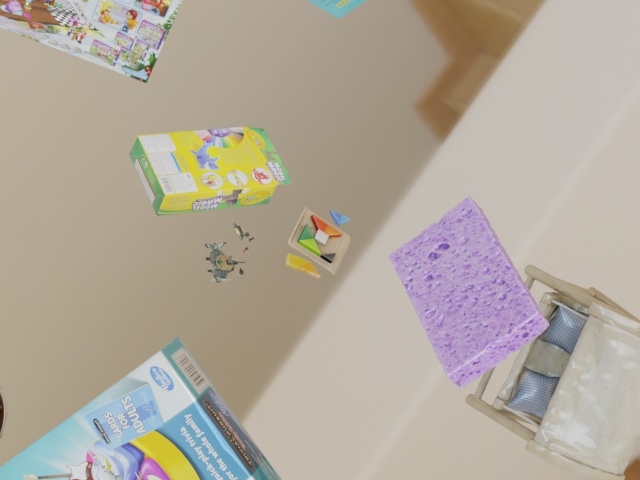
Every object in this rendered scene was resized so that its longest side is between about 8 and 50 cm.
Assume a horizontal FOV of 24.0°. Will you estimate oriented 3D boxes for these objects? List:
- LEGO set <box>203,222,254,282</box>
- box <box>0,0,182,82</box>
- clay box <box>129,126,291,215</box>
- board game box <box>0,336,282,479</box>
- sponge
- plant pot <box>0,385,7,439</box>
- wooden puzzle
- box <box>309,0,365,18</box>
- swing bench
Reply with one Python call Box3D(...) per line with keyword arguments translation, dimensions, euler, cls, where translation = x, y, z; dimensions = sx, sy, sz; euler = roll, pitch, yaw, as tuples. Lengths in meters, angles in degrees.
Box3D(translation=(-0.107, 0.020, 1.712), dimensions=(0.054, 0.083, 0.023), euler=(54, 140, -2), cls="LEGO set")
Box3D(translation=(-0.352, -0.378, 2.219), dimensions=(0.293, 0.201, 0.057), euler=(20, -164, -24), cls="box")
Box3D(translation=(-0.166, -0.109, 2.300), dimensions=(0.222, 0.053, 0.127), euler=(-6, -127, -31), cls="clay box")
Box3D(translation=(-0.233, 0.317, 1.802), dimensions=(0.254, 0.336, 0.079), euler=(54, -165, 0), cls="board game box")
Box3D(translation=(0.155, 0.053, 1.614), dimensions=(0.031, 0.117, 0.210), euler=(46, -167, -38), cls="sponge")
Box3D(translation=(-0.580, 0.267, 2.325), dimensions=(0.167, 0.167, 0.165), euler=(37, 164, -13), cls="plant pot")
Box3D(translation=(0.000, 0.000, 1.831), dimensions=(0.078, 0.116, 0.014), euler=(31, 137, -16), cls="wooden puzzle")
Box3D(translation=(-0.030, -0.420, 2.191), dimensions=(0.244, 0.060, 0.100), euler=(26, 143, -34), cls="box")
Box3D(translation=(0.398, 0.209, 2.355), dimensions=(0.165, 0.253, 0.255), euler=(18, -171, -31), cls="swing bench")
